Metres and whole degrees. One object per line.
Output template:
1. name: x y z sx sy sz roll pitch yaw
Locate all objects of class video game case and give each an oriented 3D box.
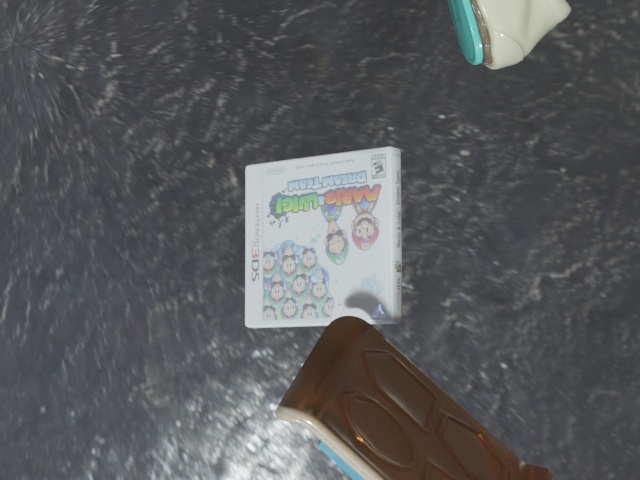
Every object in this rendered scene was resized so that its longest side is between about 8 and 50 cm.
1. video game case: 0.000 0.000 1.082 0.019 0.157 0.143 8 80 -52

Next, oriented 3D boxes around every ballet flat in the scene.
1. ballet flat: 0.084 -0.218 0.727 0.086 0.086 0.248 -28 117 -8

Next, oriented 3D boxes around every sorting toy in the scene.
1. sorting toy: 0.070 0.152 0.923 0.208 0.193 0.038 38 110 0
